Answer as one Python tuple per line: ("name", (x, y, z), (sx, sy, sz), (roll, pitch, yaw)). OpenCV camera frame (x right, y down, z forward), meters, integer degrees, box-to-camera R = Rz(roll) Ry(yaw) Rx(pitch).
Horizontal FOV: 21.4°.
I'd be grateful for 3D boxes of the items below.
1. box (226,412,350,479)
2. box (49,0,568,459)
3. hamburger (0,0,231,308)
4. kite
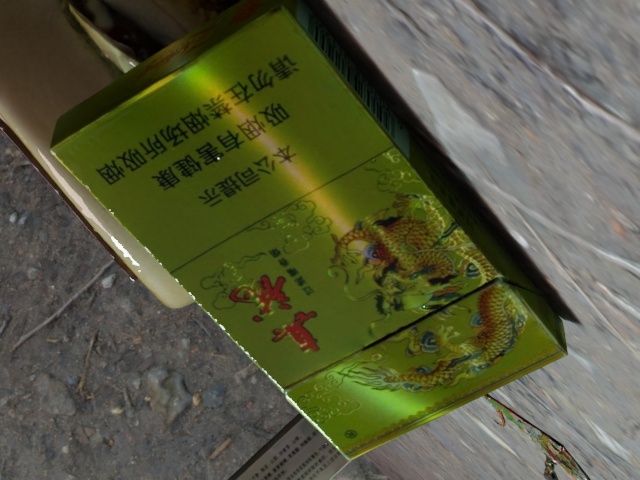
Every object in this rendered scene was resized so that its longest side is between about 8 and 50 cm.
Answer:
("box", (0.007, 0.178, 1.577), (0.062, 0.260, 0.175), (47, 172, 2))
("box", (0.000, 0.000, 1.042), (0.311, 0.173, 0.043), (49, -156, -30))
("hamburger", (-0.123, -0.092, 1.175), (0.302, 0.170, 0.302), (48, 174, 6))
("kite", (0.216, 0.210, 1.609), (0.198, 0.006, 0.244), (42, 172, 13))
